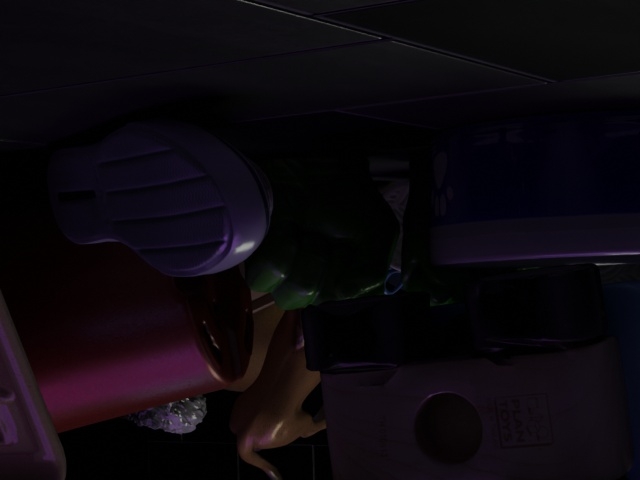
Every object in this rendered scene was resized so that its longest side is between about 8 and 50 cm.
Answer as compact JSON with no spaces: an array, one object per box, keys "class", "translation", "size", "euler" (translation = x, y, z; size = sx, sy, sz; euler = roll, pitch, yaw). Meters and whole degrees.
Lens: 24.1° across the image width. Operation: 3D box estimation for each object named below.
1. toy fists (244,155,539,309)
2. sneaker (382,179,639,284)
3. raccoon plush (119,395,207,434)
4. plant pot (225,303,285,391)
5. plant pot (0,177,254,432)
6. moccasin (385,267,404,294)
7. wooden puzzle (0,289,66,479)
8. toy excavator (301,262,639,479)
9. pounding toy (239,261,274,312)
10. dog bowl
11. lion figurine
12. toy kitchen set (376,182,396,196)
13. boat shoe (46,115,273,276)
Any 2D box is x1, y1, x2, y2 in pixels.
[{"class":"toy fists","translation":[0.067,-0.003,1.342],"size":[0.279,0.142,0.096],"euler":[-2,177,-15]},{"class":"sneaker","translation":[0.231,-0.016,1.458],"size":[0.350,0.131,0.148],"euler":[6,-176,37]},{"class":"raccoon plush","translation":[-0.288,0.104,1.978],"size":[0.446,0.216,0.299],"euler":[24,167,-22]},{"class":"plant pot","translation":[-0.113,0.059,2.011],"size":[0.237,0.237,0.254],"euler":[-2,161,3]},{"class":"plant pot","translation":[-0.213,0.053,1.335],"size":[0.265,0.272,0.272],"euler":[-10,175,13]},{"class":"moccasin","translation":[0.129,0.007,1.824],"size":[0.137,0.117,0.342],"euler":[-2,177,7]},{"class":"wooden puzzle","translation":[-0.380,0.063,1.147],"size":[0.322,0.348,0.080],"euler":[-3,-144,10]},{"class":"toy excavator","translation":[0.251,0.121,1.287],"size":[0.433,0.222,0.445],"euler":[-9,180,26]},{"class":"pounding toy","translation":[-0.141,0.054,1.648],"size":[0.206,0.094,0.181],"euler":[-25,165,-16]},{"class":"dog bowl","translation":[0.218,-0.035,1.183],"size":[0.265,0.104,0.265],"euler":[-2,178,0]},{"class":"lion figurine","translation":[-0.031,0.143,1.853],"size":[0.142,0.392,0.240],"euler":[16,-177,17]},{"class":"toy kitchen set","translation":[0.033,-0.049,1.602],"size":[0.083,0.075,0.068],"euler":[-42,164,-41]},{"class":"boat shoe","translation":[-0.105,-0.043,1.073],"size":[0.094,0.109,0.302],"euler":[-18,-166,-28]}]
